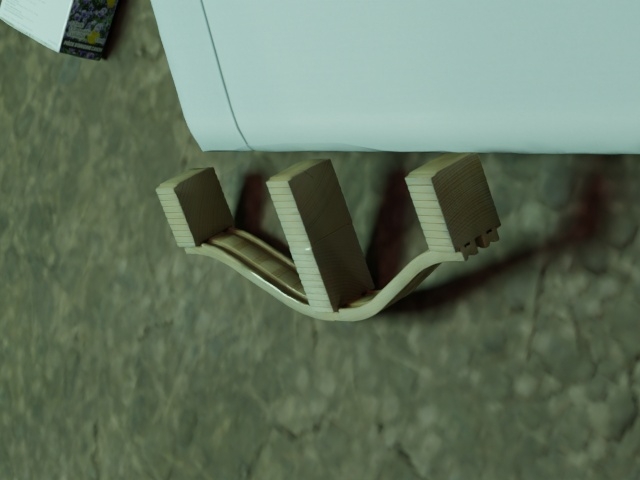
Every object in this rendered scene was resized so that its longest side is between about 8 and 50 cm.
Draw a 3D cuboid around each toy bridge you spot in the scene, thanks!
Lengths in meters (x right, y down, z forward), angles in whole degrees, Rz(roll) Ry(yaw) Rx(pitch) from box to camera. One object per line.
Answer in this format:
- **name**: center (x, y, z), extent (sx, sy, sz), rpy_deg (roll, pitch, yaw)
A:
- **toy bridge**: center (0.000, 0.000, 0.601), extent (0.188, 0.026, 0.063), rpy_deg (0, 115, 53)

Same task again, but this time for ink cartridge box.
- **ink cartridge box**: center (-0.119, -0.154, 0.749), extent (0.063, 0.029, 0.115), rpy_deg (32, 107, 43)

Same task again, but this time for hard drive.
- **hard drive**: center (0.055, -0.142, 0.500), extent (0.353, 0.047, 0.233), rpy_deg (3, 114, 45)
